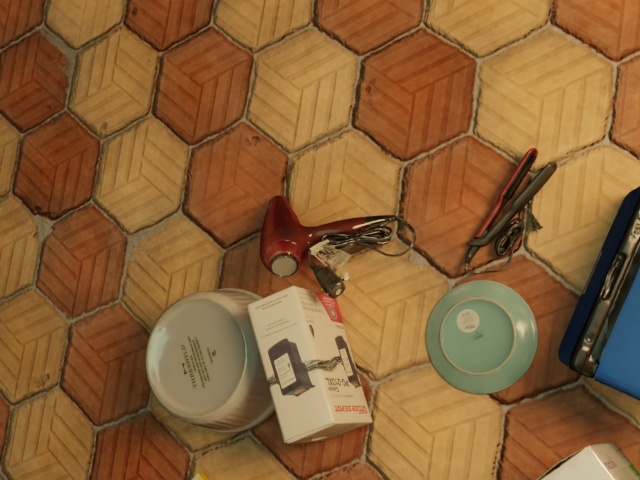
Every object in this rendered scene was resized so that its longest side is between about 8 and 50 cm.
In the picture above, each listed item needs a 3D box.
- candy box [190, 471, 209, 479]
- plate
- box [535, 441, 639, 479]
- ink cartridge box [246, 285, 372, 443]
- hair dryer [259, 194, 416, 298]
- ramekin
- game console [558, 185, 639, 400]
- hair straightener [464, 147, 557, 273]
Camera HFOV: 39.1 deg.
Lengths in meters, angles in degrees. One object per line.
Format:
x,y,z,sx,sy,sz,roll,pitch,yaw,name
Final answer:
-0.186,0.527,1.620,0.206,0.027,0.105,44,103,26,candy box
0.259,0.157,1.477,0.188,0.024,0.188,-5,79,25,plate
0.406,0.404,1.228,0.127,0.262,0.231,-40,65,13,box
-0.016,0.211,1.516,0.100,0.172,0.237,-24,71,20,ink cartridge box
0.000,0.000,1.588,0.294,0.224,0.080,31,137,36,hair dryer
-0.191,0.212,1.626,0.273,0.127,0.272,-5,78,24,ramekin
0.484,0.080,1.287,0.174,0.250,0.293,24,91,8,game console
0.315,-0.034,1.473,0.089,0.047,0.230,38,98,27,hair straightener
